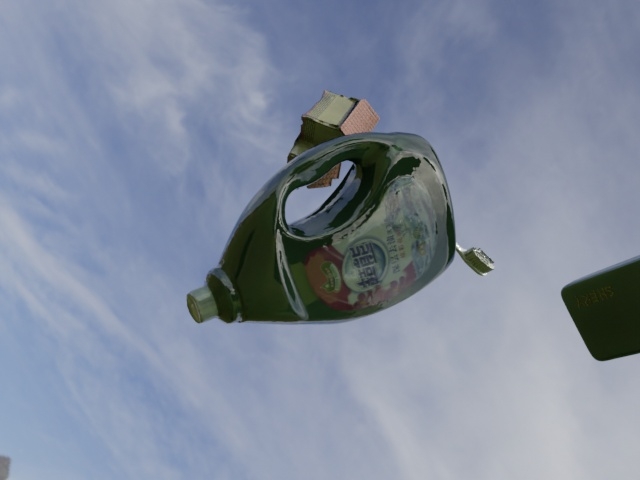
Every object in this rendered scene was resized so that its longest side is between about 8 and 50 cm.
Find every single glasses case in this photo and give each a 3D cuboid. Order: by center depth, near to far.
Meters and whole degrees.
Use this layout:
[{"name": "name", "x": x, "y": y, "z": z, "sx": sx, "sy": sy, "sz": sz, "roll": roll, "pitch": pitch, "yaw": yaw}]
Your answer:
[{"name": "glasses case", "x": 0.291, "y": 0.044, "z": 0.533, "sx": 0.184, "sy": 0.039, "sz": 0.078, "roll": -37, "pitch": -104, "yaw": 55}]

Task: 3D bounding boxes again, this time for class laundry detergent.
[{"name": "laundry detergent", "x": 0.000, "y": 0.000, "z": 0.474, "sx": 0.063, "sy": 0.210, "sz": 0.137, "roll": 22, "pitch": -53, "yaw": 57}]

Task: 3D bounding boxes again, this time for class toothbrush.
[{"name": "toothbrush", "x": 0.113, "y": -0.050, "z": 0.794, "sx": 0.275, "sy": 0.019, "sz": 0.025, "roll": 42, "pitch": -37, "yaw": -10}]

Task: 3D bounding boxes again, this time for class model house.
[{"name": "model house", "x": 0.011, "y": -0.088, "z": 0.577, "sx": 0.058, "sy": 0.083, "sz": 0.057, "roll": 21, "pitch": -46, "yaw": 11}]
